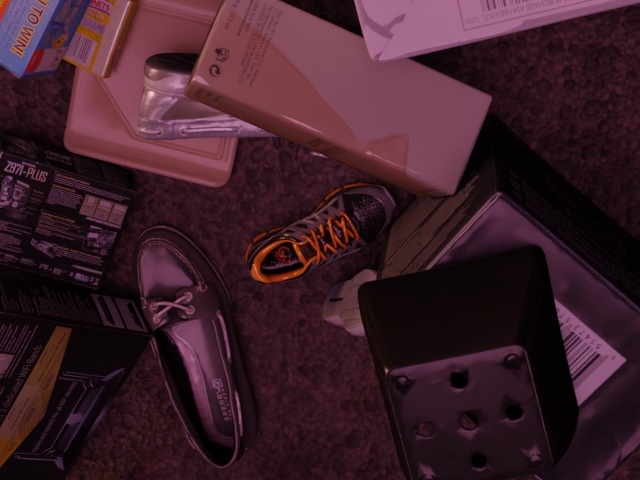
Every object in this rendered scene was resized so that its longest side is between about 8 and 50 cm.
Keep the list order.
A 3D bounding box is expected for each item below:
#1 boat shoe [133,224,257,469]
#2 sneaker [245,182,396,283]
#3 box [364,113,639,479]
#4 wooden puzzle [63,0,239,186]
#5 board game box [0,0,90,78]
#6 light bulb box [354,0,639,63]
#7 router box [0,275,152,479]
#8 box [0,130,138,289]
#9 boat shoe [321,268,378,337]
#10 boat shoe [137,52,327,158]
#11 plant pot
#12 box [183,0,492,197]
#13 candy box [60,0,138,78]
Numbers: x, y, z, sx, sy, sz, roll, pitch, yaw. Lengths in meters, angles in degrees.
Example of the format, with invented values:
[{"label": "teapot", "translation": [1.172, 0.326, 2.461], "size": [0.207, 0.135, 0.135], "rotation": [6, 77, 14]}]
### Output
[{"label": "boat shoe", "translation": [-0.163, 0.144, 1.664], "size": [0.112, 0.095, 0.335], "rotation": [-16, 105, 10]}, {"label": "sneaker", "translation": [0.000, 0.000, 1.613], "size": [0.215, 0.083, 0.084], "rotation": [-30, 100, 12]}, {"label": "box", "translation": [0.236, 0.058, 1.443], "size": [0.293, 0.395, 0.212], "rotation": [40, 107, -6]}, {"label": "wooden puzzle", "translation": [-0.198, -0.206, 1.595], "size": [0.221, 0.044, 0.238], "rotation": [14, 103, 2]}, {"label": "board game box", "translation": [-0.390, -0.401, 1.496], "size": [0.302, 0.086, 0.308], "rotation": [34, 107, 7]}, {"label": "light bulb box", "translation": [0.201, -0.360, 1.338], "size": [0.358, 0.361, 0.225], "rotation": [-12, 106, 9]}, {"label": "router box", "translation": [-0.396, 0.195, 1.629], "size": [0.243, 0.081, 0.309], "rotation": [14, 120, -39]}, {"label": "box", "translation": [-0.344, -0.037, 1.606], "size": [0.180, 0.077, 0.147], "rotation": [16, 110, -23]}, {"label": "boat shoe", "translation": [0.068, 0.083, 1.571], "size": [0.076, 0.226, 0.083], "rotation": [21, 87, -13]}, {"label": "boat shoe", "translation": [-0.059, -0.154, 1.534], "size": [0.320, 0.118, 0.103], "rotation": [5, 113, -17]}, {"label": "plant pot", "translation": [0.138, 0.136, 1.183], "size": [0.187, 0.167, 0.188], "rotation": [-12, 106, 10]}, {"label": "box", "translation": [0.016, -0.162, 1.408], "size": [0.311, 0.148, 0.121], "rotation": [23, 86, -8]}, {"label": "candy box", "translation": [-0.333, -0.290, 1.563], "size": [0.206, 0.027, 0.105], "rotation": [28, 105, 12]}]
